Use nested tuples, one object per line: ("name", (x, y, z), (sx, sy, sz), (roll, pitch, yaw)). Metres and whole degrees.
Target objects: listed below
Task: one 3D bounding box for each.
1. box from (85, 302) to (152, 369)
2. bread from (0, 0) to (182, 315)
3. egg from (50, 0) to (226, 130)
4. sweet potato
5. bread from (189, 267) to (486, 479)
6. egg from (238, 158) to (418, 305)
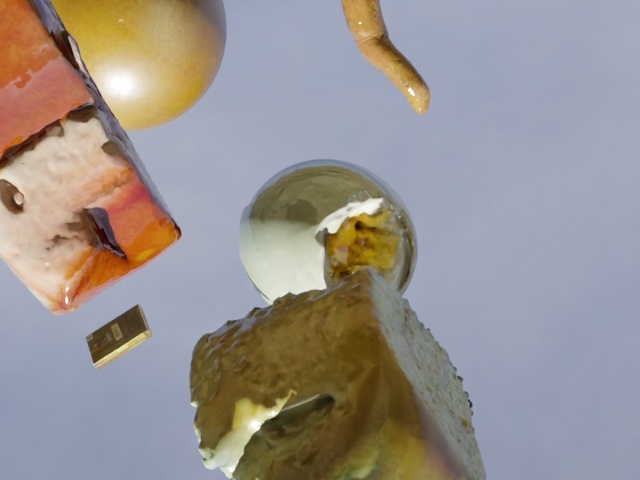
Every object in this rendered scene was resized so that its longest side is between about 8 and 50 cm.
("box", (-0.418, 0.198, 1.858), (0.133, 0.023, 0.090), (-33, -139, -3))
("bread", (-0.228, -0.116, 0.652), (0.114, 0.327, 0.295), (-31, -160, -7))
("egg", (-0.278, -0.308, 1.222), (0.283, 0.282, 0.351), (-30, -118, -8))
("sweet potato", (0.045, -0.188, 0.783), (0.044, 0.179, 0.044), (-26, -175, 2))
("bread", (0.052, 0.251, 0.945), (0.239, 0.395, 0.264), (-24, -142, 15))
("egg", (0.000, 0.000, 1.495), (0.278, 0.278, 0.336), (-40, -155, -17))
